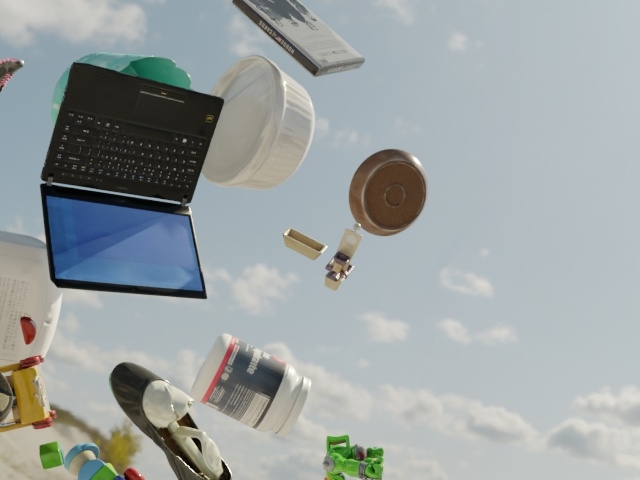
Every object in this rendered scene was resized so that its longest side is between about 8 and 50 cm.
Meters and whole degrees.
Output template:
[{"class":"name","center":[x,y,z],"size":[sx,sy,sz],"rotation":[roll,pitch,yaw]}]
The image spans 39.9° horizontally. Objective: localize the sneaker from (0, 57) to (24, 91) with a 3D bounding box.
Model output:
[{"class":"sneaker","center":[-0.654,-0.334,1.805],"size":[0.119,0.057,0.047],"rotation":[-18,-5,21]}]

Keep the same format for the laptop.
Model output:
[{"class":"laptop","center":[-0.240,-0.075,1.191],"size":[0.234,0.264,0.136],"rotation":[8,20,-40]}]

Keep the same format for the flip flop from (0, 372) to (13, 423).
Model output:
[{"class":"flip flop","center":[-0.499,0.145,1.106],"size":[0.277,0.112,0.080],"rotation":[40,-58,10]}]

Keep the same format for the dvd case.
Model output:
[{"class":"dvd case","center":[-0.041,-0.420,1.772],"size":[0.238,0.179,0.030],"rotation":[45,-56,14]}]

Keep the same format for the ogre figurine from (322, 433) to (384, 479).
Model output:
[{"class":"ogre figurine","center":[0.066,0.434,1.742],"size":[0.118,0.097,0.197],"rotation":[6,17,5]}]

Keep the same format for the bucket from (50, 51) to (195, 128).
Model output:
[{"class":"bucket","center":[-0.412,-0.262,1.848],"size":[0.183,0.281,0.281],"rotation":[22,-9,41]}]

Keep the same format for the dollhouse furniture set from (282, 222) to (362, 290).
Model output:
[{"class":"dollhouse furniture set","center":[0.000,0.000,1.260],"size":[0.114,0.081,0.091],"rotation":[27,27,8]}]

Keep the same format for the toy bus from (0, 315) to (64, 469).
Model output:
[{"class":"toy bus","center":[-0.439,0.223,1.250],"size":[0.104,0.191,0.202],"rotation":[-13,-48,-15]}]

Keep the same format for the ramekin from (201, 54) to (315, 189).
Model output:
[{"class":"ramekin","center":[-0.126,-0.227,1.785],"size":[0.127,0.273,0.272],"rotation":[18,-17,-39]}]

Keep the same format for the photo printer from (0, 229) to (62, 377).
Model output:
[{"class":"photo printer","center":[-0.581,0.099,1.425],"size":[0.307,0.256,0.107],"rotation":[12,1,-28]}]

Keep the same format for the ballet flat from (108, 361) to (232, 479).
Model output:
[{"class":"ballet flat","center":[-0.235,0.307,1.460],"size":[0.096,0.095,0.280],"rotation":[-24,-73,39]}]

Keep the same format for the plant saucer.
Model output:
[{"class":"plant saucer","center":[0.134,-0.087,1.646],"size":[0.168,0.168,0.029],"rotation":[23,3,-26]}]

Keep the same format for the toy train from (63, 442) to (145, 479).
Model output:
[{"class":"toy train","center":[-0.348,0.449,1.545],"size":[0.143,0.105,0.248],"rotation":[33,-19,32]}]

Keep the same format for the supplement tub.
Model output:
[{"class":"supplement tub","center":[-0.181,0.380,2.298],"size":[0.272,0.191,0.191],"rotation":[27,-20,-6]}]
